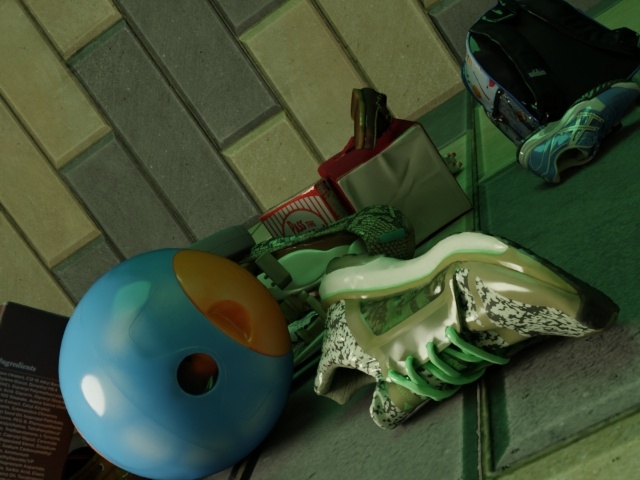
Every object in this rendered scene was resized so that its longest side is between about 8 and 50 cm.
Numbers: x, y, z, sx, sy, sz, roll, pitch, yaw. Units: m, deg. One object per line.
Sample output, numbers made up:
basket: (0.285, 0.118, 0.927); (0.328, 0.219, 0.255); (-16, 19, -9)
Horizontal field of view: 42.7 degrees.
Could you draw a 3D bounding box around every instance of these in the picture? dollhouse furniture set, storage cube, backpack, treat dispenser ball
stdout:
dollhouse furniture set: (-0.069, 0.115, 1.221); (0.123, 0.151, 0.144); (-44, -5, -5)
storage cube: (0.129, -0.097, 1.498); (0.184, 0.215, 0.193); (-34, 15, -2)
backpack: (0.386, -0.302, 1.441); (0.277, 0.263, 0.213); (-35, -15, -17)
treat dispenser ball: (-0.177, 0.153, 1.026); (0.288, 0.288, 0.288); (-34, 9, 6)

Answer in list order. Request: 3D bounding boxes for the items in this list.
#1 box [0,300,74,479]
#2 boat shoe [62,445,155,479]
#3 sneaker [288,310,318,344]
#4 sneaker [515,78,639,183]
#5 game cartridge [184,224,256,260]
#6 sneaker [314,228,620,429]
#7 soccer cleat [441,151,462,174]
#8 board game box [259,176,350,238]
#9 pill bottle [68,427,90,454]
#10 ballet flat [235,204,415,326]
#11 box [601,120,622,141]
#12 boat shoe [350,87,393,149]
box: (-0.428, 0.289, 1.086); (0.191, 0.143, 0.381); (-22, 55, 54)
boat shoe: (-0.336, 0.345, 1.177); (0.307, 0.104, 0.110); (-30, 12, 33)
sneaker: (-0.026, 0.143, 1.353); (0.083, 0.032, 0.037); (-38, 9, -16)
sneaker: (0.410, -0.165, 1.264); (0.211, 0.080, 0.081); (-39, 51, 6)
game cartridge: (-0.234, 0.058, 1.445); (0.196, 0.060, 0.294); (-34, -1, 25)
sneaker: (0.121, 0.110, 0.825); (0.410, 0.158, 0.182); (-15, 52, 60)
soccer cleat: (0.228, -0.156, 1.757); (0.196, 0.068, 0.076); (1, -34, -47)
board game box: (0.000, 0.000, 1.491); (0.147, 0.193, 0.045); (-29, 10, 37)
pill bottle: (-0.466, 0.303, 1.298); (0.361, 0.204, 0.204); (-21, 4, -21)
ballet flat: (-0.062, 0.066, 1.414); (0.483, 0.164, 0.182); (-25, -7, 37)
box: (0.445, -0.173, 1.347); (0.067, 0.018, 0.083); (-36, 9, -10)
boat shoe: (0.092, -0.216, 1.430); (0.073, 0.073, 0.207); (7, 33, -4)
